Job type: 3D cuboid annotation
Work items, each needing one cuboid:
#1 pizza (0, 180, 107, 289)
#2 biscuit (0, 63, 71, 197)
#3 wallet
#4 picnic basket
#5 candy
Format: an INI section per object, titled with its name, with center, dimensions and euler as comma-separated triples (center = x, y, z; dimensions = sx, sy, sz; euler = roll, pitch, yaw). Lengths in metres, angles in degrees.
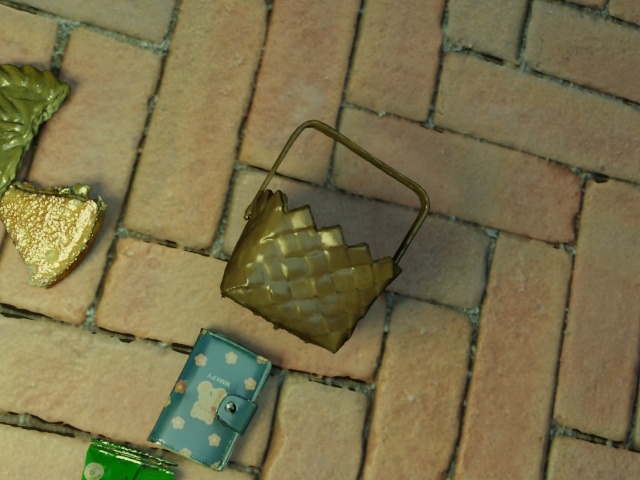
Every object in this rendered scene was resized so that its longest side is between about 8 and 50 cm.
[pizza]
center = -0.449, -0.035, 1.520
dimensions = 0.195, 0.052, 0.185
euler = 37, 90, 2
[biscuit]
center = -0.538, -0.179, 1.511
dimensions = 0.187, 0.036, 0.274
euler = 22, 70, 4
[wallet]
center = -0.171, 0.257, 1.534
dimensions = 0.141, 0.059, 0.202
euler = 28, 74, -10
[picnic basket]
center = 0.000, 0.000, 1.502
dimensions = 0.254, 0.291, 0.321
euler = 33, 83, -7
[candy]
center = -0.319, 0.415, 1.460
dimensions = 0.141, 0.078, 0.203
euler = 23, 70, -10
